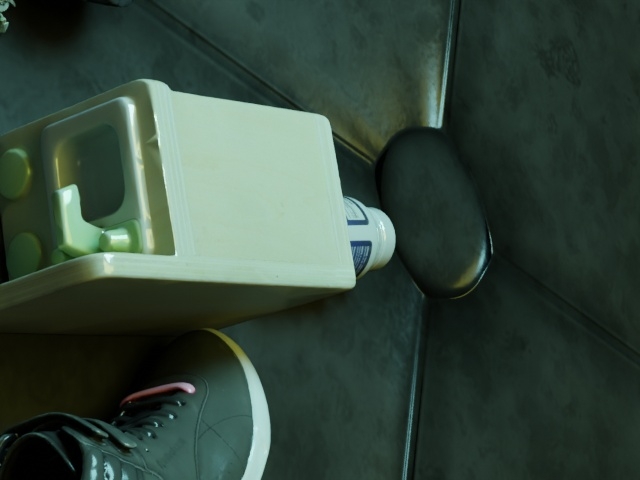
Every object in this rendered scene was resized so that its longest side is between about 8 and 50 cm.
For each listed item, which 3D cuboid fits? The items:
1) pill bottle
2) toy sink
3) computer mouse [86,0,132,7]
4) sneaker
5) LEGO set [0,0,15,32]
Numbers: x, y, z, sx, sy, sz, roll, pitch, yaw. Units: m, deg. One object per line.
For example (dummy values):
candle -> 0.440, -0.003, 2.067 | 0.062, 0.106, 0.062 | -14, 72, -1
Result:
pill bottle -> 0.000, 0.000, 1.467 | 0.120, 0.067, 0.067 | -1, 77, -51
toy sink -> -0.115, -0.018, 1.266 | 0.234, 0.153, 0.131 | 4, 73, -49
computer mouse -> -0.212, -0.277, 1.338 | 0.262, 0.060, 0.184 | 52, 23, -29
sneaker -> -0.118, 0.128, 1.210 | 0.147, 0.105, 0.295 | 55, 31, -32
LEGO set -> -0.220, -0.178, 1.305 | 0.083, 0.023, 0.054 | 56, 41, -19
